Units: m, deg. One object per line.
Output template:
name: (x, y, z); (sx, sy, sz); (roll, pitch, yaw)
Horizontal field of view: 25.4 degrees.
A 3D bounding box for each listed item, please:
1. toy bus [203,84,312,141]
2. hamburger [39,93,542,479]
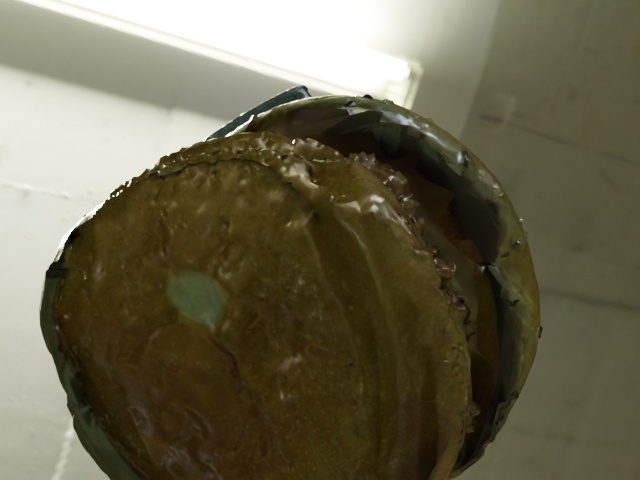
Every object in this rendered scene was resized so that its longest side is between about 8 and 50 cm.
toy bus: (0.000, 0.000, 1.353); (0.138, 0.275, 0.167); (-32, -19, -21)
hamburger: (-0.012, 0.035, 0.549); (0.186, 0.177, 0.113); (-64, -10, 27)
